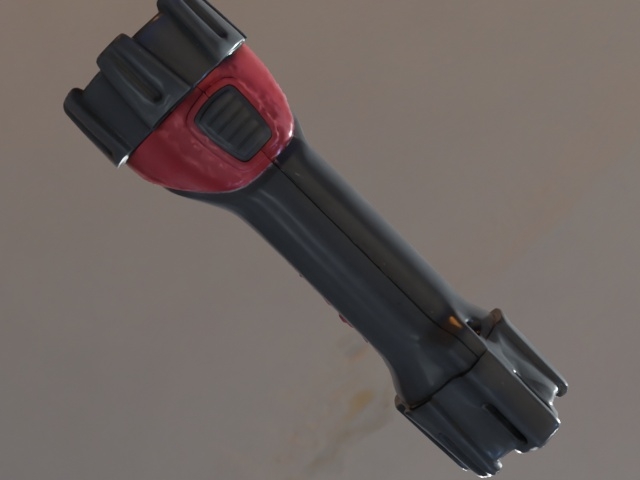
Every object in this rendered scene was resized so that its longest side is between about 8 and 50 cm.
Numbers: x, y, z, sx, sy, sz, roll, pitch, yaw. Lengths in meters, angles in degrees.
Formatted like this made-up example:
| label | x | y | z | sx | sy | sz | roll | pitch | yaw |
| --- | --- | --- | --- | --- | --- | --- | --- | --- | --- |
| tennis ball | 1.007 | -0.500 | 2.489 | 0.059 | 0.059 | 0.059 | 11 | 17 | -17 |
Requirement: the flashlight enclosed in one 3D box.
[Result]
| label | x | y | z | sx | sy | sz | roll | pitch | yaw |
| --- | --- | --- | --- | --- | --- | --- | --- | --- | --- |
| flashlight | 0.000 | 0.000 | 0.702 | 0.304 | 0.103 | 0.103 | 45 | -56 | -8 |
